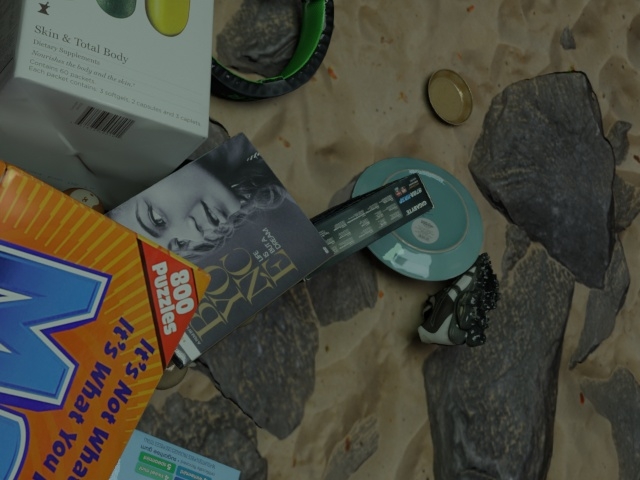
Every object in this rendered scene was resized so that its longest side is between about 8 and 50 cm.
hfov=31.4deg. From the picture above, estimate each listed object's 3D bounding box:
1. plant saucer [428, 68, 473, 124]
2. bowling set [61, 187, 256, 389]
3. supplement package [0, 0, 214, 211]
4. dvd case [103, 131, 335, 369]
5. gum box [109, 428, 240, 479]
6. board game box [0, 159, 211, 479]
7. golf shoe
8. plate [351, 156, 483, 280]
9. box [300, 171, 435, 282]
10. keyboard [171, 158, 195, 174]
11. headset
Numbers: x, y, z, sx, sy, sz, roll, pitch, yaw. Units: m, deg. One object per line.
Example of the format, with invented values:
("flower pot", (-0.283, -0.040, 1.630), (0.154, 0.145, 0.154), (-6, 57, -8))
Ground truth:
("plant saucer", (0.181, -0.202, 1.612), (0.083, 0.015, 0.083), (10, 72, -33))
("bowling set", (-0.205, 0.059, 1.134), (0.287, 0.154, 0.200), (-45, 141, -33))
("supplement package", (-0.241, -0.202, 1.178), (0.199, 0.198, 0.263), (16, 59, -29))
("dvd case", (-0.107, 0.004, 1.141), (0.221, 0.018, 0.164), (-36, 88, -36))
("gum box", (-0.180, 0.306, 1.197), (0.157, 0.041, 0.184), (28, 63, -26))
("board game box", (-0.375, 0.074, 0.828), (0.356, 0.356, 0.356), (32, 82, -38))
("golf shoe", (0.181, 0.076, 1.500), (0.077, 0.094, 0.198), (70, 25, -15))
("plate", (0.132, -0.035, 1.487), (0.188, 0.024, 0.188), (10, 57, -17))
("box", (0.000, 0.000, 1.328), (0.220, 0.175, 0.051), (-29, 95, -38))
("keyboard", (-0.214, -0.057, 1.291), (0.192, 0.038, 0.100), (7, 50, -33))
("headset", (-0.119, -0.367, 1.401), (0.243, 0.185, 0.394), (-17, 102, -39))
